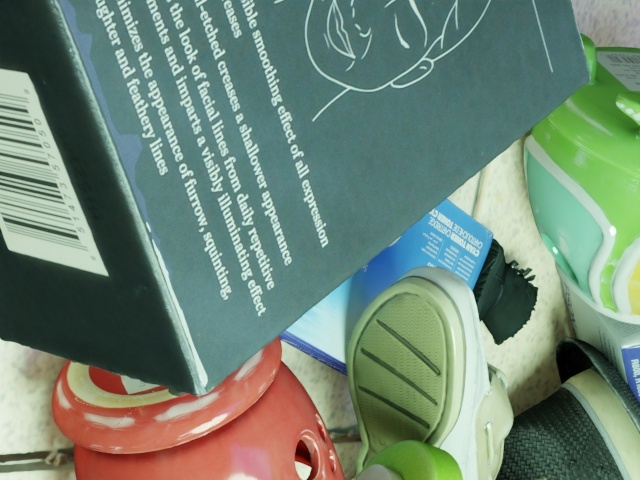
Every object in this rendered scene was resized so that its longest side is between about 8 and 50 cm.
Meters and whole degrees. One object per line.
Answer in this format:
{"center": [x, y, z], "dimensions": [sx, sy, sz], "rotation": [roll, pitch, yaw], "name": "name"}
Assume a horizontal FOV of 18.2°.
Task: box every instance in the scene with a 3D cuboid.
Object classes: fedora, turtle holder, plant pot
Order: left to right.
{"center": [-0.089, 0.146, 1.442], "dimensions": [0.191, 0.191, 0.174], "rotation": [-39, 127, -35], "name": "plant pot"}
{"center": [0.244, 0.265, 1.862], "dimensions": [0.153, 0.334, 0.334], "rotation": [-23, 126, -6], "name": "fedora"}
{"center": [0.323, -0.039, 1.772], "dimensions": [0.243, 0.320, 0.227], "rotation": [-21, 133, -47], "name": "turtle holder"}

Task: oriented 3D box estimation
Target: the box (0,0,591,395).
{"center": [-0.051, -0.144, 1.251], "dimensions": [0.395, 0.212, 0.293], "rotation": [-37, 123, -33], "name": "box"}

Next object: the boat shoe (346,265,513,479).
{"center": [0.093, 0.129, 1.604], "dimensions": [0.103, 0.113, 0.302], "rotation": [-31, 144, -32], "name": "boat shoe"}

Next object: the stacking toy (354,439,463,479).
{"center": [-0.034, 0.271, 1.508], "dimensions": [0.130, 0.309, 0.279], "rotation": [29, 60, -26], "name": "stacking toy"}

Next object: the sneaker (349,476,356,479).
{"center": [0.071, 0.190, 1.766], "dimensions": [0.134, 0.051, 0.070], "rotation": [-10, 74, -25], "name": "sneaker"}

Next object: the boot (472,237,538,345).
{"center": [0.149, 0.064, 1.813], "dimensions": [0.121, 0.045, 0.099], "rotation": [-60, 143, -16], "name": "boot"}

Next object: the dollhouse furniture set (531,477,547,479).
{"center": [0.136, 0.312, 1.696], "dimensions": [0.129, 0.129, 0.183], "rotation": [67, 24, -16], "name": "dollhouse furniture set"}

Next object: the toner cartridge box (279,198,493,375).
{"center": [0.000, 0.000, 1.583], "dimensions": [0.348, 0.075, 0.165], "rotation": [32, 80, -51], "name": "toner cartridge box"}

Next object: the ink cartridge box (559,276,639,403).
{"center": [0.300, 0.146, 1.894], "dimensions": [0.045, 0.224, 0.223], "rotation": [-22, 126, -5], "name": "ink cartridge box"}
